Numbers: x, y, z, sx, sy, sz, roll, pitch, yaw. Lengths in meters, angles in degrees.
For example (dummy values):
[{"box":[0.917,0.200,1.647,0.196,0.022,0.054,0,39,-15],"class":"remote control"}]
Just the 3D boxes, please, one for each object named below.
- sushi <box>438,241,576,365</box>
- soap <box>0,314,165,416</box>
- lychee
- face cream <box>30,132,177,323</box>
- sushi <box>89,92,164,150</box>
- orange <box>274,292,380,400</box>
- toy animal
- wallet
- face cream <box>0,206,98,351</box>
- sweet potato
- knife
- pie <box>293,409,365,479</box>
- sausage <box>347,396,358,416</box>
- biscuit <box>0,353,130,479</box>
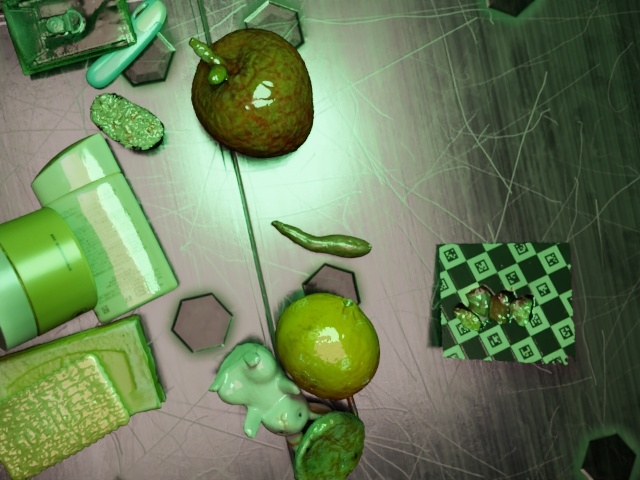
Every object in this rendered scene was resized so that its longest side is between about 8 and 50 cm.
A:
[{"box":[0.392,0.134,1.629,0.290,0.050,0.264,1,76,-4],"class":"sushi"},{"box":[-0.486,0.284,1.509,0.315,0.091,0.199,-16,91,-7],"class":"soap"},{"box":[-0.132,-0.288,1.468,0.255,0.300,0.255,-12,57,19],"class":"lychee"},{"box":[-0.435,-0.023,1.516,0.173,0.081,0.348,-27,93,-6],"class":"face cream"},{"box":[-0.384,-0.234,1.524,0.150,0.078,0.090,30,87,-7],"class":"sushi"},{"box":[0.016,0.205,1.499,0.193,0.219,0.219,-40,95,23],"class":"orange"},{"box":[-0.084,0.330,1.527,0.140,0.138,0.282,-41,92,7],"class":"toy animal"},{"box":[-0.495,-0.433,1.512,0.236,0.055,0.160,-16,91,0],"class":"wallet"},{"box":[-0.543,0.068,1.413,0.179,0.218,0.218,-27,93,-30],"class":"face cream"},{"box":[0.000,0.000,1.586,0.214,0.050,0.050,12,89,0],"class":"sweet potato"},{"box":[-0.392,-0.398,1.547,0.064,0.031,0.222,41,89,-8],"class":"knife"},{"box":[0.019,0.429,1.554,0.187,0.041,0.187,-16,117,-35],"class":"pie"},{"box":[0.062,0.329,1.608,0.015,0.015,0.100,-18,93,-6],"class":"sausage"},{"box":[-0.503,0.336,1.447,0.250,0.030,0.160,-30,94,-6],"class":"biscuit"}]
